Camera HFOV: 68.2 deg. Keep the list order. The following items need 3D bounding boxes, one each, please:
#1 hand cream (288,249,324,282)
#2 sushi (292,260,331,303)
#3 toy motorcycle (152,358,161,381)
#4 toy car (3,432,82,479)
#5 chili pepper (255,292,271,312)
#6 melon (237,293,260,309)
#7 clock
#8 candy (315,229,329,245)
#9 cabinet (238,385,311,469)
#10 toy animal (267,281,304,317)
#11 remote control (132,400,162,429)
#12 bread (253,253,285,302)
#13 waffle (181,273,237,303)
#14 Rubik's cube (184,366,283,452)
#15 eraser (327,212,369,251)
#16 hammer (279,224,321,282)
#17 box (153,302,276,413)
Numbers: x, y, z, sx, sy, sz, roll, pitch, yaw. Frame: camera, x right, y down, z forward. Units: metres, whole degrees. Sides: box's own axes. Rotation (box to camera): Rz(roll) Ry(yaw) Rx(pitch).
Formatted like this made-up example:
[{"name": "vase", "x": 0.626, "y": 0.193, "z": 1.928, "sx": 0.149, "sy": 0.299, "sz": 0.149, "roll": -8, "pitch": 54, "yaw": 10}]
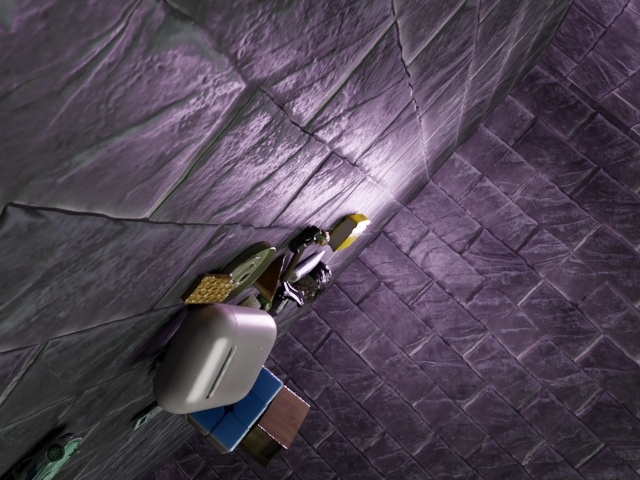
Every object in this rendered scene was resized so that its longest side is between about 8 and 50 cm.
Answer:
[{"name": "hand cream", "x": -0.054, "y": 0.102, "z": 1.911, "sx": 0.079, "sy": 0.048, "sz": 0.255, "roll": -46, "pitch": 175, "yaw": 30}, {"name": "sushi", "x": -0.030, "y": 0.184, "z": 2.094, "sx": 0.127, "sy": 0.124, "sz": 0.225, "roll": -38, "pitch": 167, "yaw": -36}, {"name": "toy motorcycle", "x": -0.383, "y": 0.333, "z": 1.348, "sx": 0.221, "sy": 0.102, "sz": 0.150, "roll": -40, "pitch": -171, "yaw": -18}, {"name": "toy car", "x": -0.648, "y": 0.528, "z": 1.073, "sx": 0.224, "sy": 0.076, "sz": 0.090, "roll": -52, "pitch": 170, "yaw": -14}, {"name": "chili pepper", "x": -0.245, "y": 0.274, "z": 1.719, "sx": 0.204, "sy": 0.072, "sz": 0.073, "roll": -52, "pitch": 170, "yaw": 30}, {"name": "melon", "x": -0.290, "y": 0.256, "z": 1.584, "sx": 0.182, "sy": 0.054, "sz": 0.098, "roll": -36, "pitch": -179, "yaw": -42}, {"name": "clock", "x": -0.213, "y": 0.095, "z": 1.268, "sx": 0.235, "sy": 0.029, "sz": 0.235, "roll": -44, "pitch": 170, "yaw": -10}, {"name": "candy", "x": 0.000, "y": 0.000, "z": 1.739, "sx": 0.060, "sy": 0.060, "sz": 0.201, "roll": -45, "pitch": 177, "yaw": -7}, {"name": "cabinet", "x": -0.173, "y": 0.697, "z": 1.778, "sx": 0.175, "sy": 0.148, "sz": 0.215, "roll": -54, "pitch": 178, "yaw": 34}, {"name": "toy animal", "x": -0.178, "y": 0.237, "z": 1.906, "sx": 0.210, "sy": 0.121, "sz": 0.117, "roll": -33, "pitch": -138, "yaw": 28}, {"name": "remote control", "x": -0.603, "y": 0.608, "z": 1.692, "sx": 0.065, "sy": 0.029, "sz": 0.166, "roll": -59, "pitch": 166, "yaw": 26}, {"name": "bread", "x": -0.138, "y": 0.119, "z": 1.518, "sx": 0.139, "sy": 0.084, "sz": 0.074, "roll": -41, "pitch": 168, "yaw": -27}, {"name": "waffle", "x": -0.255, "y": 0.114, "z": 1.117, "sx": 0.092, "sy": 0.021, "sz": 0.135, "roll": -50, "pitch": 156, "yaw": 16}, {"name": "Rubik's cube", "x": -0.352, "y": 0.563, "z": 1.731, "sx": 0.290, "sy": 0.291, "sz": 0.291, "roll": -48, "pitch": 174, "yaw": -29}, {"name": "eraser", "x": 0.115, "y": -0.038, "z": 1.972, "sx": 0.158, "sy": 0.069, "sz": 0.226, "roll": -50, "pitch": 170, "yaw": 16}, {"name": "hammer", "x": -0.092, "y": 0.071, "z": 1.650, "sx": 0.111, "sy": 0.043, "sz": 0.365, "roll": -40, "pitch": 170, "yaw": -31}, {"name": "box", "x": -0.266, "y": 0.310, "z": 1.259, "sx": 0.289, "sy": 0.141, "sz": 0.349, "roll": -62, "pitch": 153, "yaw": 1}]
